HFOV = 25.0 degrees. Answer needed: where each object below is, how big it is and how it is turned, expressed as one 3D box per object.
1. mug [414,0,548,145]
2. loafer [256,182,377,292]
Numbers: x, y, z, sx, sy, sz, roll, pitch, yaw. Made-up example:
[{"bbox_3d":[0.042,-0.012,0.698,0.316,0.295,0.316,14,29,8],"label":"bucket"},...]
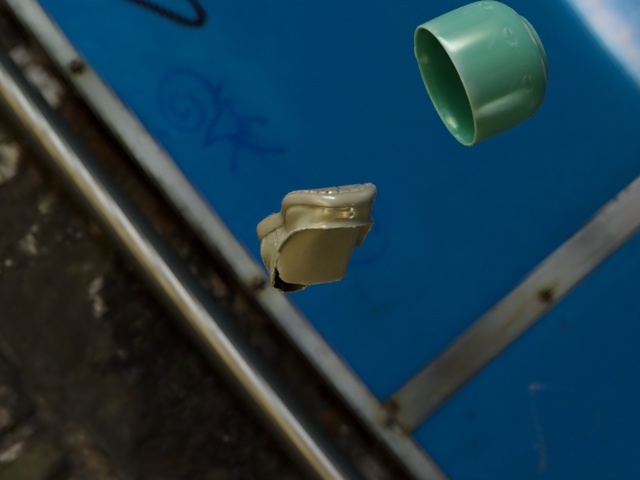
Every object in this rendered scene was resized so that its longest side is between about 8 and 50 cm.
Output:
[{"bbox_3d":[0.159,-0.181,1.431,0.129,0.097,0.158,83,-19,-62],"label":"mug"},{"bbox_3d":[0.000,0.000,1.570,0.268,0.102,0.092,144,-62,-73],"label":"loafer"}]
